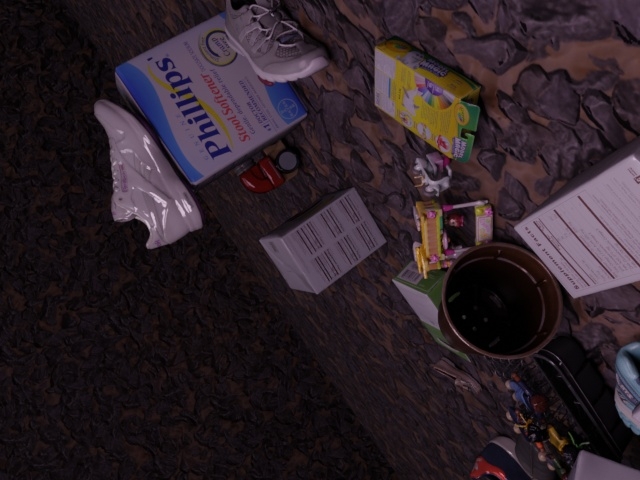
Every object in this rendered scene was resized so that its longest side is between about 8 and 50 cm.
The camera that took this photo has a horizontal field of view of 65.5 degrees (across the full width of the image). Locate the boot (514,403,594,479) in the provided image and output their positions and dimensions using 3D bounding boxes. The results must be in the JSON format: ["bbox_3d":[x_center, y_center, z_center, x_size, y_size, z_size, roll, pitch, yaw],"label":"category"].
[{"bbox_3d":[0.458,0.437,0.990,0.190,0.075,0.209,-125,17,-51],"label":"boot"}]

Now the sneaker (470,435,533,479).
[{"bbox_3d":[0.493,0.634,1.142,0.350,0.148,0.131,45,161,25],"label":"sneaker"}]

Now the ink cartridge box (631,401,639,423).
[{"bbox_3d":[0.450,0.151,0.344,0.307,0.072,0.304,43,138,30],"label":"ink cartridge box"}]

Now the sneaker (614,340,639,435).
[{"bbox_3d":[0.440,0.194,0.527,0.283,0.110,0.122,17,136,63],"label":"sneaker"}]

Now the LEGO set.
[{"bbox_3d":[0.212,-0.009,0.814,0.287,0.106,0.132,72,-170,-56],"label":"LEGO set"}]

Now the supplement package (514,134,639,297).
[{"bbox_3d":[0.297,-0.029,0.479,0.105,0.105,0.179,52,163,7],"label":"supplement package"}]

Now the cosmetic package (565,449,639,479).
[{"bbox_3d":[0.490,0.420,0.607,0.376,0.098,0.285,14,145,27],"label":"cosmetic package"}]

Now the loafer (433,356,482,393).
[{"bbox_3d":[0.324,0.328,1.185,0.125,0.039,0.045,36,154,46],"label":"loafer"}]

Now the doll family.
[{"bbox_3d":[0.344,0.293,0.764,0.193,0.076,0.111,47,-177,7],"label":"doll family"}]

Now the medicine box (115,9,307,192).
[{"bbox_3d":[-0.224,-0.286,1.042,0.264,0.289,0.149,56,163,-8],"label":"medicine box"}]

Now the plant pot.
[{"bbox_3d":[0.258,0.106,0.772,0.167,0.167,0.165,49,171,16],"label":"plant pot"}]

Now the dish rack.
[{"bbox_3d":[0.373,0.247,0.854,0.208,0.074,0.271,56,163,-4],"label":"dish rack"}]

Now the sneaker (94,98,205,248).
[{"bbox_3d":[-0.354,-0.125,0.942,0.305,0.152,0.114,56,165,-2],"label":"sneaker"}]

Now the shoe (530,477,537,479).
[{"bbox_3d":[0.546,0.574,1.041,0.219,0.076,0.058,38,133,29],"label":"shoe"}]

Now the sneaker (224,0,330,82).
[{"bbox_3d":[-0.094,-0.365,0.869,0.281,0.105,0.115,39,151,34],"label":"sneaker"}]

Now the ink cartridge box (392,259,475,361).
[{"bbox_3d":[0.241,0.139,0.995,0.209,0.062,0.109,53,165,-28],"label":"ink cartridge box"}]

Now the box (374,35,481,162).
[{"bbox_3d":[0.147,-0.190,0.676,0.179,0.043,0.105,47,161,30],"label":"box"}]

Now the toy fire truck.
[{"bbox_3d":[-0.199,-0.194,1.188,0.217,0.246,0.158,57,172,-9],"label":"toy fire truck"}]

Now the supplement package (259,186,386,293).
[{"bbox_3d":[0.000,0.000,1.143,0.149,0.203,0.194,58,162,-11],"label":"supplement package"}]
